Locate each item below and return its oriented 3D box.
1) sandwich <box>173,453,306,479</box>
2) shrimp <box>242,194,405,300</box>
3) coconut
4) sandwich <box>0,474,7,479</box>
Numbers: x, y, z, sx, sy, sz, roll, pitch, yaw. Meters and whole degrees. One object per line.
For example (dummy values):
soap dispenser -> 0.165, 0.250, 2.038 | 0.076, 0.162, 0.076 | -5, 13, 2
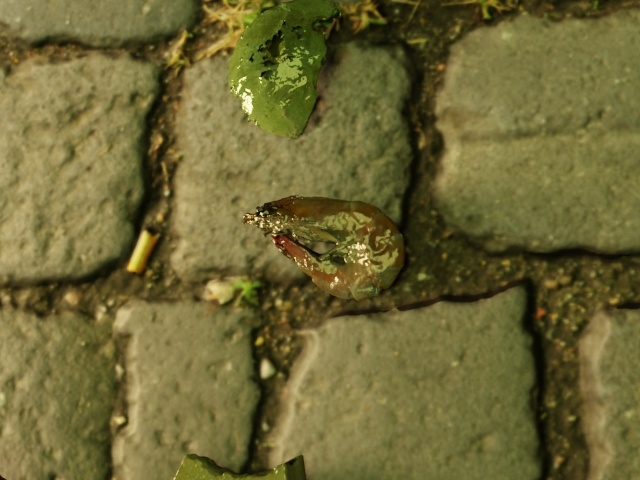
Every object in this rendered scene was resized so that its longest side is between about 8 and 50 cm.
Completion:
sandwich -> -0.123, 0.320, 1.770 | 0.245, 0.063, 0.212 | -14, 67, 19
shrimp -> 0.000, 0.000, 1.815 | 0.190, 0.042, 0.101 | 17, 90, 25
coconut -> -0.045, -0.189, 1.878 | 0.133, 0.055, 0.158 | -4, 73, 21
sandwich -> -0.358, 0.336, 1.824 | 0.212, 0.109, 0.292 | -27, 62, -4
